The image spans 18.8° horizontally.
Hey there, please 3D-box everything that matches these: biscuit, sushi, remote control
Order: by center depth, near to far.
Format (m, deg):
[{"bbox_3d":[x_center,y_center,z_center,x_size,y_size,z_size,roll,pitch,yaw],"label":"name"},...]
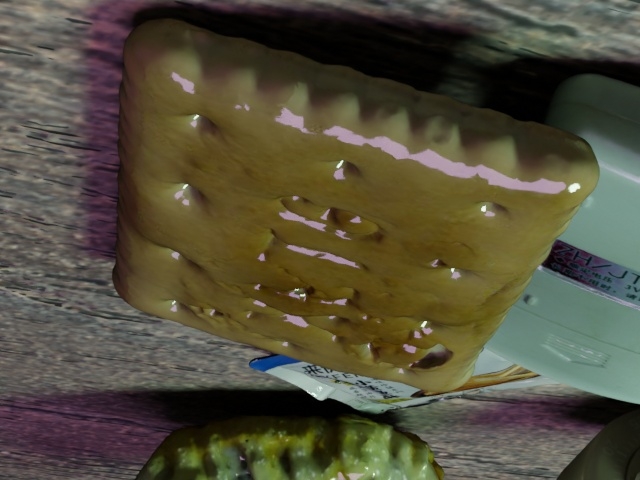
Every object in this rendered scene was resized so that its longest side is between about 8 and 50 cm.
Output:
[{"bbox_3d":[0.000,0.000,0.954,0.217,0.044,0.325,15,158,-3],"label":"biscuit"},{"bbox_3d":[0.156,0.012,0.985,0.140,0.056,0.296,22,159,4],"label":"remote control"},{"bbox_3d":[-0.033,0.216,1.365,0.274,0.184,0.139,1,171,0],"label":"sushi"}]

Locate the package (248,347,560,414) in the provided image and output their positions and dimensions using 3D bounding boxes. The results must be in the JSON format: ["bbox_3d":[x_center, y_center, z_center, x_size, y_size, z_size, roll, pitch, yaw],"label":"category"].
[{"bbox_3d":[0.066,0.082,1.245,0.171,0.027,0.173,-12,161,28],"label":"package"}]

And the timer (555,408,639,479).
[{"bbox_3d":[0.265,0.139,1.277,0.175,0.175,0.266,4,140,-10],"label":"timer"}]
